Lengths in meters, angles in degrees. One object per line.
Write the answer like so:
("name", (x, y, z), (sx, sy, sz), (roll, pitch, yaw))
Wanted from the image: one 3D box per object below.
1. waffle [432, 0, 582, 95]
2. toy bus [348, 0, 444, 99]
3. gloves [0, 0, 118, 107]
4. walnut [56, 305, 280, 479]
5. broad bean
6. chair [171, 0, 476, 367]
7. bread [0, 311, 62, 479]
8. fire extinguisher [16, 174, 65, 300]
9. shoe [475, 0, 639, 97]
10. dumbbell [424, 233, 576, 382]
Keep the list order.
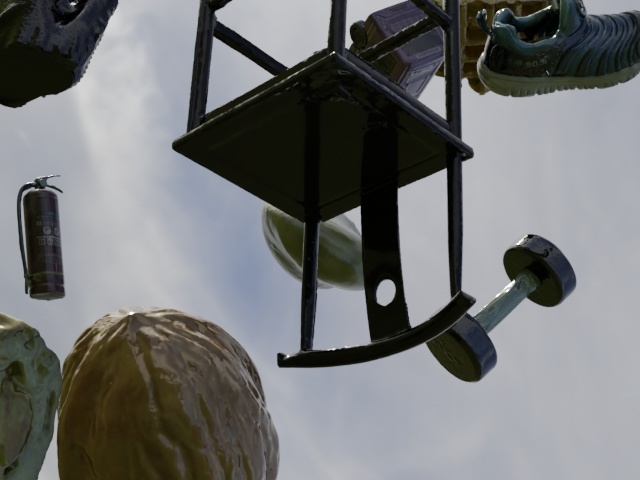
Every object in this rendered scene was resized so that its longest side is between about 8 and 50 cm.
("waffle", (0.270, -0.295, 1.754), (0.219, 0.229, 0.057), (86, 2, -59))
("toy bus", (0.074, -0.193, 1.362), (0.098, 0.087, 0.178), (58, -28, 13))
("gloves", (-0.258, -0.220, 1.120), (0.106, 0.180, 0.129), (25, -41, -22))
("walnut", (-0.151, 0.184, 1.148), (0.225, 0.225, 0.261), (19, -53, 46))
("broad bean", (0.000, 0.000, 1.676), (0.189, 0.121, 0.263), (37, -6, -10))
("chair", (0.003, -0.066, 0.760), (0.154, 0.260, 0.141), (-24, -38, 37))
("bread", (-0.351, 0.142, 0.915), (0.252, 0.238, 0.196), (-1, -21, 31))
("fire extinguisher", (-0.332, -0.007, 1.409), (0.043, 0.064, 0.158), (-28, -116, 45))
("shoe", (0.274, -0.225, 1.305), (0.091, 0.207, 0.106), (-98, -178, -49))
("dumbbell", (0.224, 0.082, 1.469), (0.100, 0.191, 0.100), (41, -24, 22))
